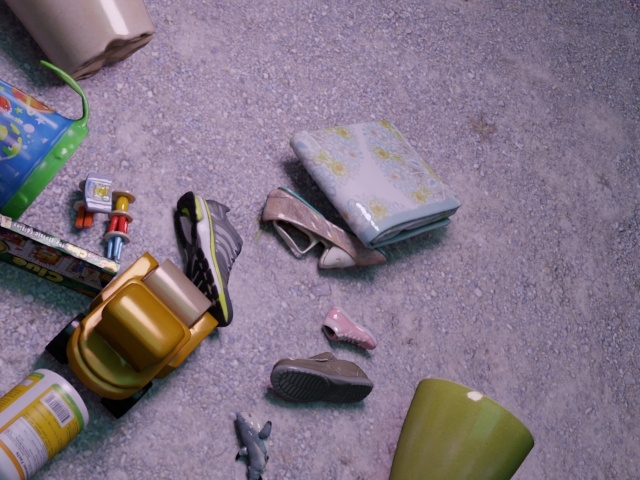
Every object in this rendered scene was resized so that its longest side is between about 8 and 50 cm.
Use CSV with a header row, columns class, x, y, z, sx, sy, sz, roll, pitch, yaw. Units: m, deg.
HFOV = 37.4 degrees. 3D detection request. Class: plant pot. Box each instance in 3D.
class,x,y,z,sx,sy,sz,roll,pitch,yaw
plant pot,-0.513,-0.516,1.979,0.334,0.334,0.305,-34,98,-40
plant pot,0.257,0.484,1.970,0.275,0.275,0.293,38,66,-10

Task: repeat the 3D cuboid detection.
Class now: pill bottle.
class,x,y,z,sx,sy,sz,roll,pitch,yaw
pill bottle,-0.525,0.341,1.594,0.136,0.136,0.246,49,50,-2

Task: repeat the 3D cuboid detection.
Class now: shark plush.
class,x,y,z,sx,sy,sz,roll,pitch,yaw
shark plush,-0.138,0.423,1.878,0.067,0.073,0.161,5,83,-10

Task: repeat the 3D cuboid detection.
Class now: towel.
class,x,y,z,sx,sy,sz,roll,pitch,yaw
towel,0.137,-0.144,2.258,0.375,0.090,0.320,-15,59,-48

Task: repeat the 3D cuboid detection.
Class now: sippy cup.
class,x,y,z,sx,sy,sz,roll,pitch,yaw
sippy cup,-0.591,-0.187,1.758,0.224,0.240,0.305,39,55,-16

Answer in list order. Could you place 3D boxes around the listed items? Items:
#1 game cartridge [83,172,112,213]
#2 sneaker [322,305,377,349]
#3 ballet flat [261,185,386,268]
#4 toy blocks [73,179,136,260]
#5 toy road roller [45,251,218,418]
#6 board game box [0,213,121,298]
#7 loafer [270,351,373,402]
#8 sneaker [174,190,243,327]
class,x,y,z,sx,sy,sz,roll,pitch,yaw
game cartridge,-0.445,-0.095,1.889,0.056,0.017,0.083,7,63,-24
sneaker,0.060,0.212,2.103,0.134,0.051,0.070,41,52,-3
ballet flat,0.000,0.000,2.160,0.316,0.107,0.106,32,72,-9
toy blocks,-0.440,-0.038,1.908,0.123,0.054,0.148,17,57,-26
toy road roller,-0.324,0.154,1.757,0.202,0.241,0.329,46,50,-4
board game box,-0.518,0.028,1.769,0.260,0.136,0.030,25,58,-19
loafer,-0.005,0.287,2.006,0.251,0.094,0.087,17,32,-36
sneaker,-0.214,0.037,1.984,0.121,0.111,0.299,3,66,-37
